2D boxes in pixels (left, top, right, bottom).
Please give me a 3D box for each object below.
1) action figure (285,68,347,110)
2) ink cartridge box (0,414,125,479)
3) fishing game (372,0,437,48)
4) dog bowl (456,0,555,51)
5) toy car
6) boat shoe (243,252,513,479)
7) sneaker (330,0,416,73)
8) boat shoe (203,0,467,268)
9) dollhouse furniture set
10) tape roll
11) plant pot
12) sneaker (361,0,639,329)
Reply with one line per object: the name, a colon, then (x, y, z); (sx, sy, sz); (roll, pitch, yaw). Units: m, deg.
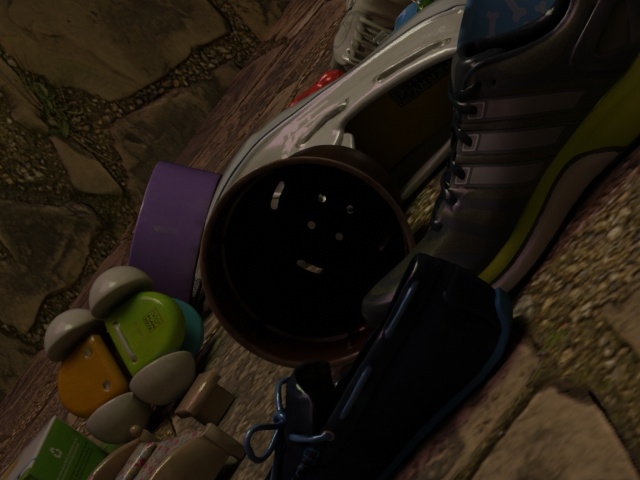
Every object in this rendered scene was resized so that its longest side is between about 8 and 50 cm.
action figure: (-0.027, -0.094, 1.840); (0.280, 0.091, 0.139); (-45, 5, 38)
ink cartridge box: (-0.312, 0.280, 1.815); (0.189, 0.097, 0.255); (-48, 13, 20)
fishing game: (0.095, -0.209, 1.691); (0.189, 0.041, 0.264); (2, 66, 66)
dog bowl: (0.191, -0.210, 1.203); (0.297, 0.074, 0.166); (-59, -22, -30)
toy car: (-0.202, 0.126, 1.792); (0.182, 0.159, 0.136); (-42, -24, 25)
boat shoe: (0.014, 0.106, 1.054); (0.258, 0.089, 0.109); (-50, 11, 14)
sneaker: (0.073, -0.256, 1.939); (0.118, 0.110, 0.292); (-62, 4, -6)
boat shoe: (0.029, -0.059, 1.455); (0.367, 0.136, 0.156); (-37, 19, 21)
dollhouse furniture set: (-0.193, 0.209, 1.357); (0.355, 0.174, 0.303); (-57, 12, -21)
tape roll: (-0.178, 0.002, 1.986); (0.189, 0.080, 0.189); (13, -90, -88)
plant pot: (0.000, 0.000, 1.303); (0.167, 0.167, 0.165); (-50, 3, 15)
sneaker: (0.118, -0.065, 1.079); (0.300, 0.121, 0.111); (-51, 11, 8)
